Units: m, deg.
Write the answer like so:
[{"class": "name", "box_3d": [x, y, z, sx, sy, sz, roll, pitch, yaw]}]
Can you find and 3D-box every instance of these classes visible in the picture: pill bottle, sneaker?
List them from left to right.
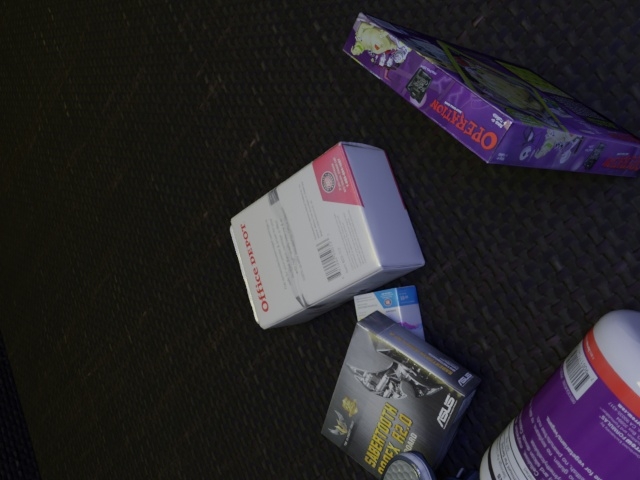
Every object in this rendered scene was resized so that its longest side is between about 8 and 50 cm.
[{"class": "sneaker", "box_3d": [0.166, 0.331, 0.869, 0.086, 0.163, 0.226, 19, 130, 45]}, {"class": "pill bottle", "box_3d": [0.305, 0.246, 0.737, 0.181, 0.181, 0.323, 47, 122, 32]}]

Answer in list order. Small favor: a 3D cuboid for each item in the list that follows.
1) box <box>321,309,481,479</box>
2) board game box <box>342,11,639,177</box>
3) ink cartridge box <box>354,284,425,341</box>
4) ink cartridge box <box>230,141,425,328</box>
[{"class": "box", "box_3d": [0.109, 0.244, 0.958, 0.183, 0.056, 0.231, 32, 124, 26]}, {"class": "board game box", "box_3d": [0.207, -0.147, 0.709, 0.208, 0.346, 0.056, 43, 120, 35]}, {"class": "ink cartridge box", "box_3d": [0.108, 0.137, 1.010, 0.088, 0.052, 0.123, -17, 81, 43]}, {"class": "ink cartridge box", "box_3d": [0.000, 0.000, 1.065, 0.283, 0.117, 0.207, -30, 71, 39]}]
